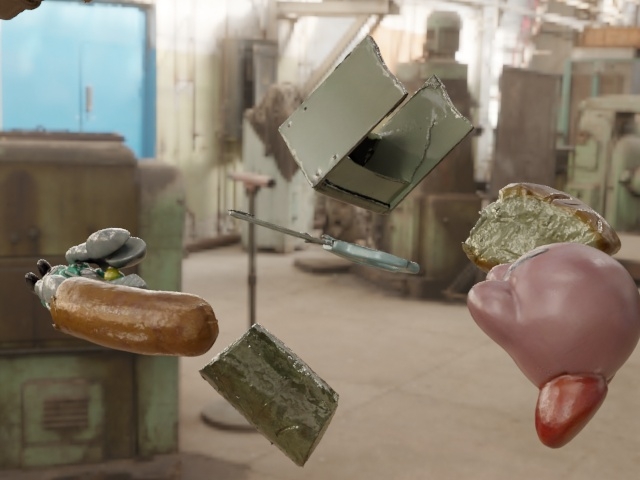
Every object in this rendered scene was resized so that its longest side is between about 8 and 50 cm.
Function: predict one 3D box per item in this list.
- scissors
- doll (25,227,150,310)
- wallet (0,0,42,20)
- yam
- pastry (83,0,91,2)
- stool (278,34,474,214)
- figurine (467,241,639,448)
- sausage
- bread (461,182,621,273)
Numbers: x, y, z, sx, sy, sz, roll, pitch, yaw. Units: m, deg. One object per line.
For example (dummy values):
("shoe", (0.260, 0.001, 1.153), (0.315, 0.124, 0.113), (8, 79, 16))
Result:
("scissors", (0.000, -0.001, 1.840), (0.360, 0.029, 0.191), (20, -5, -17))
("doll", (-0.421, 0.080, 1.769), (0.258, 0.153, 0.195), (-11, 44, 16))
("wallet", (-0.329, -0.297, 1.064), (0.152, 0.118, 0.039), (-20, 37, 37))
("yam", (-0.086, 0.281, 1.904), (0.268, 0.161, 0.161), (41, 14, 5))
("pastry", (-0.496, -0.577, 1.901), (0.103, 0.265, 0.112), (-36, 8, 0))
("stool", (0.107, -0.213, 1.968), (0.243, 0.269, 0.170), (16, 37, -49))
("figurine", (0.373, 0.122, 1.492), (0.211, 0.261, 0.269), (-34, -6, 24))
("sausage", (-0.280, 0.115, 1.523), (0.270, 0.109, 0.109), (7, 9, 23))
("bread", (0.463, 0.008, 2.091), (0.279, 0.225, 0.250), (28, -1, 22))
